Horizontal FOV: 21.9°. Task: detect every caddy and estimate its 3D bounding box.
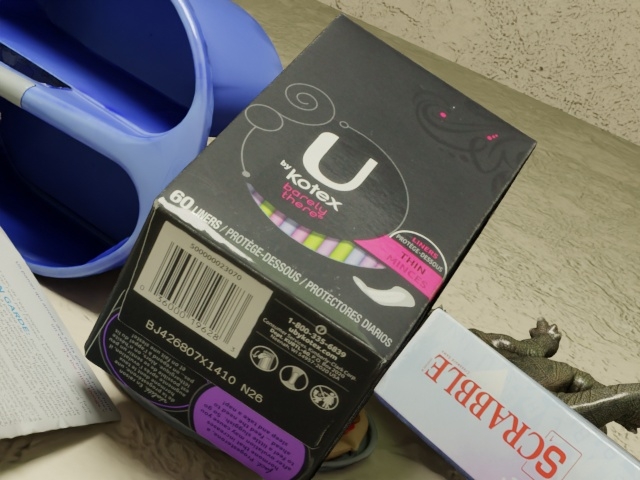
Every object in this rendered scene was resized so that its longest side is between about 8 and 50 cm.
[{"bbox_3d":[-0.196,-0.114,1.235,0.341,0.241,0.179,32,12,30],"label":"caddy"}]

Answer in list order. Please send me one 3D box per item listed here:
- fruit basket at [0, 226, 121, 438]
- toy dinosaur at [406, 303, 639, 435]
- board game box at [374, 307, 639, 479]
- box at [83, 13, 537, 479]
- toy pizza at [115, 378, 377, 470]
[{"bbox_3d":[-0.279,-0.015,0.906,0.327,0.165,0.353,54,9,12],"label":"fruit basket"},{"bbox_3d":[0.131,0.113,1.166,0.160,0.121,0.313,3,18,-32],"label":"toy dinosaur"},{"bbox_3d":[0.219,0.196,0.908,0.318,0.066,0.318,37,2,-45],"label":"board game box"},{"bbox_3d":[0.000,0.000,1.049,0.165,0.143,0.270,34,40,4],"label":"box"},{"bbox_3d":[-0.051,0.092,1.129,0.201,0.032,0.201,21,16,-6],"label":"toy pizza"}]
